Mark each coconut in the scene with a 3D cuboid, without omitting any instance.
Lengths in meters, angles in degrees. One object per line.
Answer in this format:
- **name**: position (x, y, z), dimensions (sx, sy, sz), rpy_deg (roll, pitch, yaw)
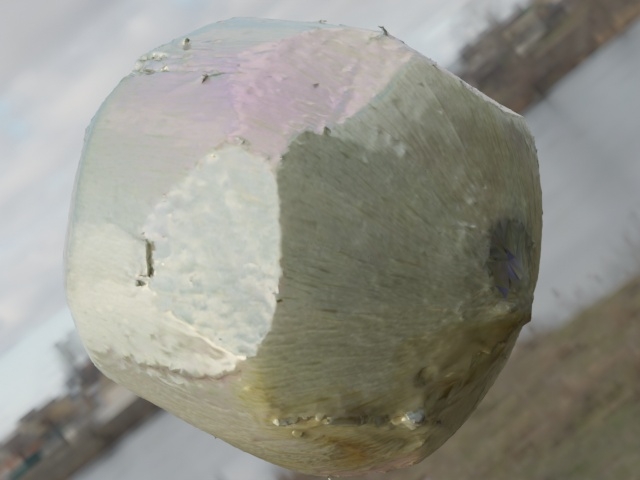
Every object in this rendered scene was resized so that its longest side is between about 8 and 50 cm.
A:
- **coconut**: position (-0.001, 0.002, 0.813), dimensions (0.230, 0.227, 0.227), rpy_deg (10, 38, 45)
